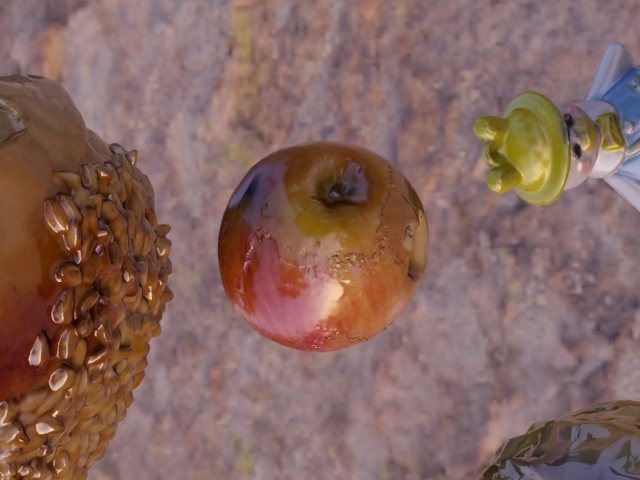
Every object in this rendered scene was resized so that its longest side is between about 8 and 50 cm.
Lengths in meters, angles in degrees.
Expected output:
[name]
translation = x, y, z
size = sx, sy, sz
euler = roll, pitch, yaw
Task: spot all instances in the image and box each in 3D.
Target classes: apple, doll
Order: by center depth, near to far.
[apple]
translation = 0.000, 0.000, 0.957
size = 0.146, 0.147, 0.146
euler = 175, 90, -66
[doll]
translation = 0.236, -0.085, 1.171
size = 0.099, 0.241, 0.135
euler = -137, 41, -59

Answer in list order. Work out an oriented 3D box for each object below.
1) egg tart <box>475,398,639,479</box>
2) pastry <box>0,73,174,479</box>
[egg tart]
translation = 0.190, 0.250, 0.501
size = 0.443, 0.178, 0.443
euler = 42, 165, 14
[pastry]
translation = -0.263, 0.078, 1.044
size = 0.245, 0.409, 0.409
euler = 28, 134, 9
